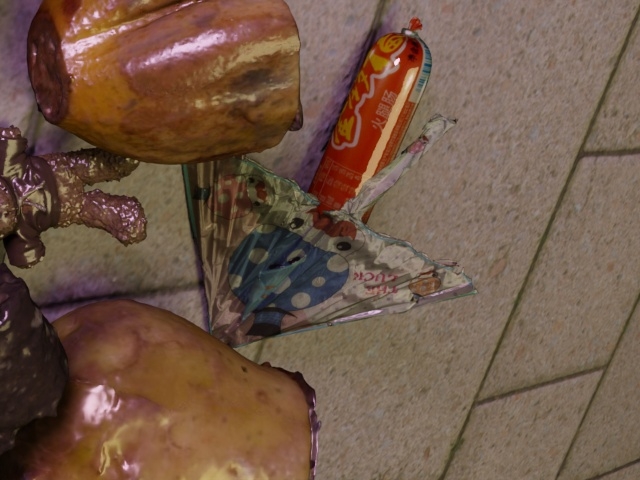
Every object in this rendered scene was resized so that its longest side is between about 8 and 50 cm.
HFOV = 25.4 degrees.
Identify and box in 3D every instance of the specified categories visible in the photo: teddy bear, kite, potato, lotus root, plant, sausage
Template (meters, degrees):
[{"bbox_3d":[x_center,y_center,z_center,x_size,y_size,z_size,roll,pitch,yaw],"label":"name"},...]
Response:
[{"bbox_3d":[-0.226,-0.039,1.151,0.160,0.078,0.119,-10,110,-22],"label":"teddy bear"},{"bbox_3d":[0.000,0.000,1.400,0.406,0.014,0.368,27,121,-33],"label":"kite"},{"bbox_3d":[-0.183,0.204,1.271,0.237,0.301,0.289,15,61,-43],"label":"potato"},{"bbox_3d":[-0.129,-0.157,1.081,0.180,0.188,0.199,-15,133,-28],"label":"lotus root"},{"bbox_3d":[-0.309,0.050,1.055,0.149,0.146,0.274,-52,142,-16],"label":"plant"},{"bbox_3d":[0.048,-0.104,1.445,0.083,0.083,0.264,5,112,-54],"label":"sausage"}]
